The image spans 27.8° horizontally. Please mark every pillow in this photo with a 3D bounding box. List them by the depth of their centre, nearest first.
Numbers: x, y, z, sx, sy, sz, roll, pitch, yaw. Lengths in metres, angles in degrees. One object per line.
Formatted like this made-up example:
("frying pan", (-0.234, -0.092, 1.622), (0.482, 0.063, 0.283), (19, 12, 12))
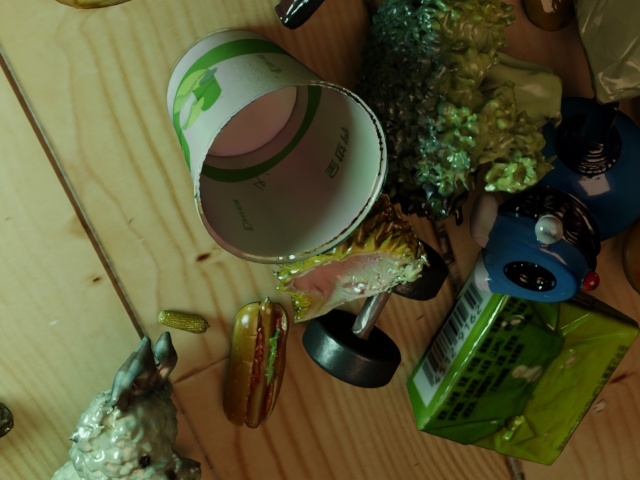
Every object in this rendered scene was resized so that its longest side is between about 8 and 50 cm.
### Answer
("pillow", (0.483, -0.342, 1.836), (0.280, 0.076, 0.275), (-9, 83, -17))

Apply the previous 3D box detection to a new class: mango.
("mango", (0.324, -0.352, 1.854), (0.079, 0.057, 0.114), (-33, 117, 4))

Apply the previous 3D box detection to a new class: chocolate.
("chocolate", (0.321, 0.195, 2.121), (0.288, 0.137, 0.301), (19, 111, -29))

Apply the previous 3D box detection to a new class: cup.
("cup", (-0.074, -0.141, 1.685), (0.253, 0.274, 0.253), (-11, 124, -16))

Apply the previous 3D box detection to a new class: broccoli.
("broccoli", (0.191, -0.195, 1.776), (0.280, 0.293, 0.348), (3, 79, -18))

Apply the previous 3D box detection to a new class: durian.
("durian", (0.004, -0.013, 1.818), (0.185, 0.305, 0.196), (0, 74, -26))

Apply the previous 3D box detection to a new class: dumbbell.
("dumbbell", (0.083, 0.097, 1.956), (0.152, 0.152, 0.218), (17, 111, -29))

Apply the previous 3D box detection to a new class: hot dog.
("hot dog", (-0.097, 0.187, 1.993), (0.092, 0.062, 0.236), (-2, 118, -17))

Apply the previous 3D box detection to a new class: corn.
("corn", (-0.202, 0.122, 1.933), (0.083, 0.028, 0.027), (15, 91, -28))

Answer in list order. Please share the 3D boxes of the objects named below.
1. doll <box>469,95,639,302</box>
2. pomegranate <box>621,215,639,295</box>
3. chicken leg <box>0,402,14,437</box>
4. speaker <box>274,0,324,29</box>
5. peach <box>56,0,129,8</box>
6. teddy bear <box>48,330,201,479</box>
("doll", (0.356, -0.072, 1.900), (0.240, 0.310, 0.284), (21, 153, 7))
("pomegranate", (0.584, 0.020, 2.096), (0.191, 0.191, 0.191), (-10, 122, -16))
("chicken leg", (-0.539, 0.295, 1.884), (0.198, 0.069, 0.085), (-37, 149, 10))
("speaker", (0.001, -0.398, 1.628), (0.329, 0.198, 0.259), (21, 96, -39))
("peach", (-0.281, -0.392, 1.491), (0.256, 0.232, 0.232), (22, 109, -21))
("teddy bear", (-0.257, 0.386, 1.900), (0.362, 0.375, 0.327), (-39, 169, 24))
